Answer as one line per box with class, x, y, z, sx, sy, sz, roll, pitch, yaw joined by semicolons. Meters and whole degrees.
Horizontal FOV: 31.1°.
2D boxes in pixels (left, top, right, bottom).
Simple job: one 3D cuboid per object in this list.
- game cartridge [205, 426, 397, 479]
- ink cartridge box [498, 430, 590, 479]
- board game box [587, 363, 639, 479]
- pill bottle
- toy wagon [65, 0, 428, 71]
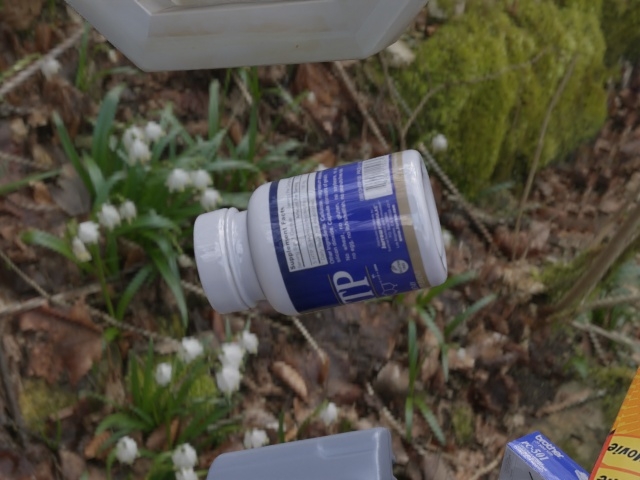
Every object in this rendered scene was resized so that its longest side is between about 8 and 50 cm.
game cartridge;-0.021;0.324;1.011;0.198;0.062;0.297;-12;64;18
ink cartridge box;0.212;0.299;1.127;0.046;0.207;0.097;-15;37;-31
board game box;0.454;0.216;0.853;0.356;0.357;0.356;1;38;37
pill bottle;0.000;0.000;0.922;0.186;0.112;0.112;-12;57;10
toy wagon;-0.041;-0.242;0.450;0.267;0.344;0.068;0;18;24
